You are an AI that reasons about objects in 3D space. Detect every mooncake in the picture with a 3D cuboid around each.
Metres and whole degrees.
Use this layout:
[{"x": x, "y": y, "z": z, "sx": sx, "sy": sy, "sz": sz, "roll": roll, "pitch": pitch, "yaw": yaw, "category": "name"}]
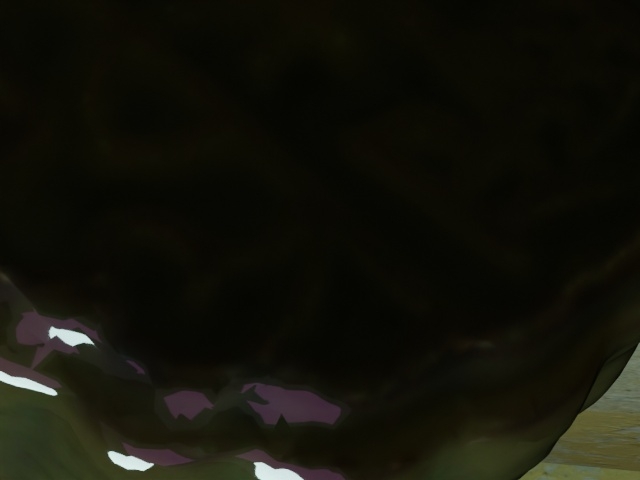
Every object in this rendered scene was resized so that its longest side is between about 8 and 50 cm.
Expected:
[{"x": -0.016, "y": -0.054, "z": 0.571, "sx": 0.290, "sy": 0.290, "sz": 0.161, "roll": 9, "pitch": 163, "yaw": -9, "category": "mooncake"}]
